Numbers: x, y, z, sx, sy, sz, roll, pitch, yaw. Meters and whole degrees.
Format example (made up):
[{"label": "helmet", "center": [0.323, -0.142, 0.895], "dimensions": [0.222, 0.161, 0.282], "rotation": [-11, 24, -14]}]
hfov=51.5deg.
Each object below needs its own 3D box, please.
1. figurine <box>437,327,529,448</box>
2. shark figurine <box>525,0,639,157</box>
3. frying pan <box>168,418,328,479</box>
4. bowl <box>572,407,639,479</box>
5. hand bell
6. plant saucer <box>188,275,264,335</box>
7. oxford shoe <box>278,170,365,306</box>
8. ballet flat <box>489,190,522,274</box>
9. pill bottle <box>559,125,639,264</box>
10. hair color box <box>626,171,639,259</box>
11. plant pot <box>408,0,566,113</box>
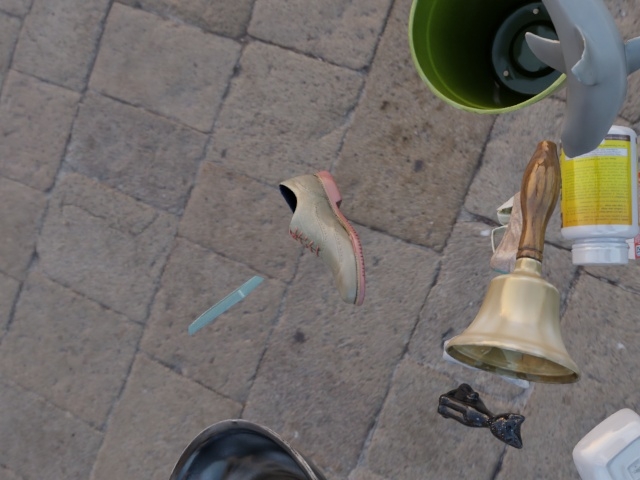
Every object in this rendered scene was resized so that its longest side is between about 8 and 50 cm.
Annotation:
[{"label": "figurine", "center": [0.366, 0.319, 1.445], "dimensions": [0.209, 0.092, 0.214], "rotation": [15, 104, 55]}, {"label": "shark figurine", "center": [0.226, -0.199, 0.633], "dimensions": [0.278, 0.116, 0.166], "rotation": [46, 138, -14]}, {"label": "frying pan", "center": [-0.039, 0.265, 0.361], "dimensions": [0.197, 0.053, 0.326], "rotation": [-8, 77, 48]}, {"label": "bowl", "center": [0.498, 0.365, 1.083], "dimensions": [0.142, 0.053, 0.142], "rotation": [-34, 99, -9]}, {"label": "hand bell", "center": [0.212, 0.010, 0.669], "dimensions": [0.126, 0.126, 0.242], "rotation": [9, 70, 18]}, {"label": "plant saucer", "center": [-0.176, 0.117, 1.205], "dimensions": [0.018, 0.067, 0.192], "rotation": [51, 131, -3]}, {"label": "oxford shoe", "center": [0.000, 0.000, 1.415], "dimensions": [0.130, 0.123, 0.348], "rotation": [-8, 51, -17]}, {"label": "ballet flat", "center": [0.492, -0.041, 1.676], "dimensions": [0.106, 0.316, 0.107], "rotation": [-2, 133, 34]}, {"label": "pill bottle", "center": [0.447, -0.069, 1.066], "dimensions": [0.117, 0.117, 0.214], "rotation": [-1, 85, 18]}, {"label": "hair color box", "center": [0.591, -0.050, 1.317], "dimensions": [0.093, 0.053, 0.167], "rotation": [4, 101, 58]}, {"label": "plant pot", "center": [0.429, -0.445, 1.442], "dimensions": [0.367, 0.353, 0.366], "rotation": [3, 96, 30]}]
